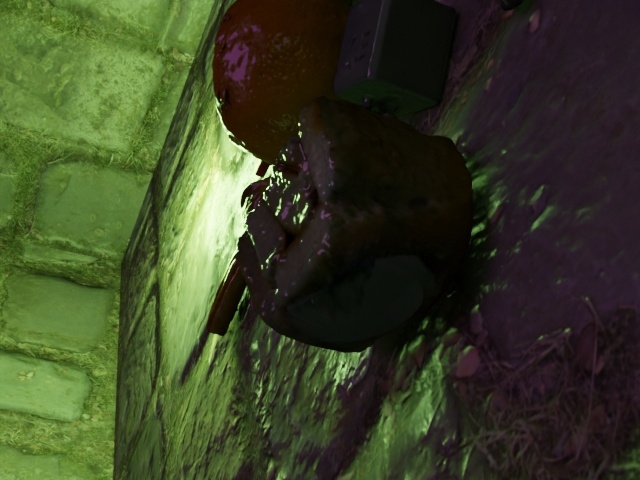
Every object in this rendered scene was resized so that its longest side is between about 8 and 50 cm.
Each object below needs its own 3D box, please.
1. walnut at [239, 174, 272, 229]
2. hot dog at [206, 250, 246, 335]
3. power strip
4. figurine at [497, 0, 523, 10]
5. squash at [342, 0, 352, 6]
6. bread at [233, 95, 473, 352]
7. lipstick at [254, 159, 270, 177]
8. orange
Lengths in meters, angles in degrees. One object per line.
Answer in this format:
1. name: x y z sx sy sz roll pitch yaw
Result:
1. walnut: -0.105 -0.069 1.556 0.166 0.149 0.166 -63 -3 -6
2. hot dog: -0.221 0.128 1.793 0.100 0.068 0.249 -99 32 -69
3. power strip: 0.114 -0.278 1.168 0.140 0.139 0.224 -3 75 63
4. figurine: 0.226 -0.423 1.014 0.145 0.146 0.222 -62 27 28
5. squash: 0.011 -0.494 1.639 0.258 0.069 0.069 -56 29 34
6. bread: 0.028 0.025 1.027 0.395 0.240 0.263 -56 30 40
7. lipstick: -0.102 -0.276 1.787 0.312 0.051 0.051 -55 31 41
8. orange: -0.043 -0.309 1.346 0.340 0.294 0.340 3 -90 -82
